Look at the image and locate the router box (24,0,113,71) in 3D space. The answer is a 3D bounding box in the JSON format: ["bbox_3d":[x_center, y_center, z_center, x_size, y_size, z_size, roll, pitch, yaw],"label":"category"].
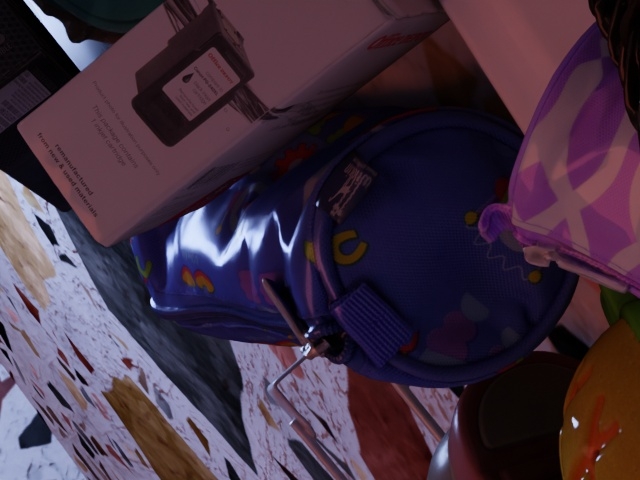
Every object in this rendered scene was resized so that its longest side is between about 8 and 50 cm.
[{"bbox_3d":[-0.163,-0.181,1.036,0.301,0.082,0.335,53,162,4],"label":"router box"}]

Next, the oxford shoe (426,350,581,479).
[{"bbox_3d":[0.167,0.216,0.836,0.348,0.123,0.130,58,150,23],"label":"oxford shoe"}]

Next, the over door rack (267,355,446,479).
[{"bbox_3d":[0.065,0.193,1.043,0.324,0.108,0.239,62,162,5],"label":"over door rack"}]

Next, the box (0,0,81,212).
[{"bbox_3d":[-0.178,-0.114,0.869,0.183,0.059,0.232,52,178,9],"label":"box"}]

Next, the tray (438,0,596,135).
[{"bbox_3d":[0.074,-0.111,0.650,0.270,0.030,0.145,56,161,-6],"label":"tray"}]

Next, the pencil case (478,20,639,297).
[{"bbox_3d":[0.146,0.009,0.535,0.206,0.088,0.086,31,167,25],"label":"pencil case"}]

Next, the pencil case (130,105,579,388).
[{"bbox_3d":[0.000,0.000,0.875,0.119,0.133,0.306,56,163,-15],"label":"pencil case"}]

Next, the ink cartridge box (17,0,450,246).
[{"bbox_3d":[-0.029,-0.071,0.741,0.063,0.150,0.109,54,-161,3],"label":"ink cartridge box"}]

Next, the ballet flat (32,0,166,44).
[{"bbox_3d":[-0.152,-0.283,0.802,0.409,0.147,0.147,61,161,-11],"label":"ballet flat"}]

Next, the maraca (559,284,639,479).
[{"bbox_3d":[0.141,0.078,0.726,0.185,0.099,0.127,-104,-4,-66],"label":"maraca"}]

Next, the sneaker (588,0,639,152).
[{"bbox_3d":[0.093,-0.077,0.488,0.222,0.118,0.083,34,137,37],"label":"sneaker"}]
